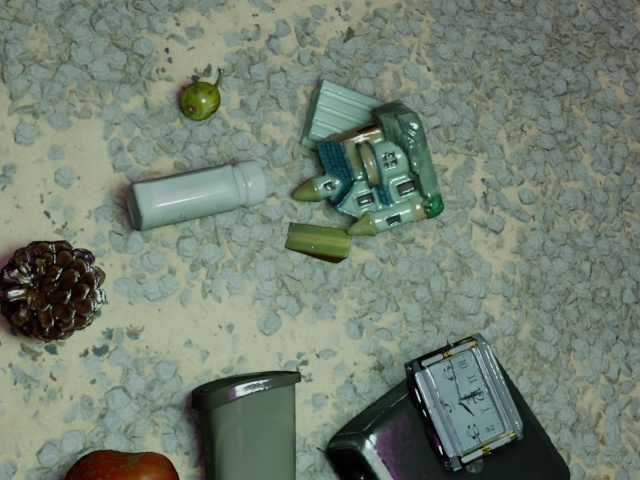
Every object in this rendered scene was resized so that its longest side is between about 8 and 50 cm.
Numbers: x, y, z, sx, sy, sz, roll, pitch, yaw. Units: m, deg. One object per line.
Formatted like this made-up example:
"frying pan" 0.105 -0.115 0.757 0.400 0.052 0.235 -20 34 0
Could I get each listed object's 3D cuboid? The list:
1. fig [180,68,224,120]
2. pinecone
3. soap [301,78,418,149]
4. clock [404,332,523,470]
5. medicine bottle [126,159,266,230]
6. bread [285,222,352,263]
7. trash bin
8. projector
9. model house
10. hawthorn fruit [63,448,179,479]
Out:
"fig" -0.257 -0.351 2.015 0.093 0.093 0.166 49 62 -2
"pinecone" -0.550 0.102 1.730 0.221 0.221 0.221 5 75 -18
"soap" 0.099 -0.277 2.120 0.265 0.087 0.160 17 74 -15
"clock" 0.297 0.333 1.781 0.186 0.083 0.253 -17 80 -25
"medicine bottle" -0.276 -0.104 1.902 0.296 0.161 0.111 -13 83 -21
"bread" -0.005 -0.002 2.015 0.139 0.084 0.074 19 72 -14
"trash bin" -0.151 0.411 1.796 0.219 0.220 0.250 -3 85 -19
"projector" 0.286 0.496 1.907 0.405 0.242 0.395 -32 86 -25
"model house" 0.093 -0.141 1.988 0.325 0.194 0.267 -19 110 0
"hawthorn fruit" -0.380 0.536 1.652 0.299 0.275 0.275 -9 79 -36
